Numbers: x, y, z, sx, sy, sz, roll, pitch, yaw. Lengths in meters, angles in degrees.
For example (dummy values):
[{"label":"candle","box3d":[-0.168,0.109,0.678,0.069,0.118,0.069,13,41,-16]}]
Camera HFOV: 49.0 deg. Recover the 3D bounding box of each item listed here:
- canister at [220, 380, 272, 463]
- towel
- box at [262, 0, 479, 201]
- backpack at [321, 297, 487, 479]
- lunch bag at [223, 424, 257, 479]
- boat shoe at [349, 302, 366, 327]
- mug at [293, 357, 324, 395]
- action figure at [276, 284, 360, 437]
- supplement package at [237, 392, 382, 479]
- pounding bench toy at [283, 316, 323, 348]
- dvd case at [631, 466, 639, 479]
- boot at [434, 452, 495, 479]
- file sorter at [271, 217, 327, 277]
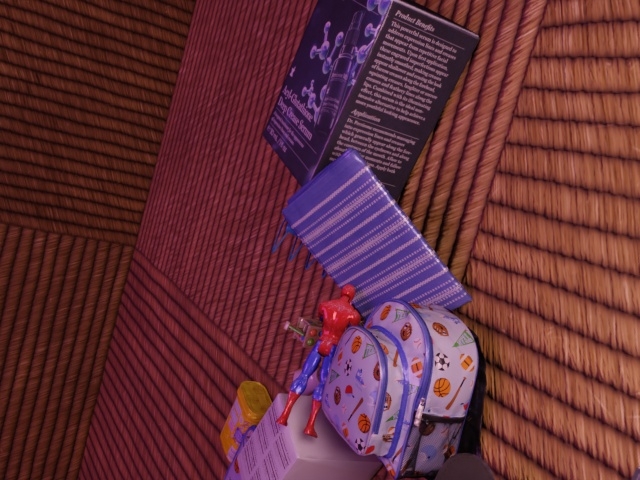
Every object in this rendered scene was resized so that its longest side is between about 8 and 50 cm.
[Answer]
[{"label":"canister","box3d":[-0.184,0.453,1.738,0.169,0.073,0.126,-66,32,22]},{"label":"towel","box3d":[0.091,0.015,1.274,0.336,0.040,0.243,52,138,-1]},{"label":"box","box3d":[0.083,-0.302,1.423,0.395,0.212,0.293,-65,32,20]},{"label":"backpack","box3d":[0.134,0.228,1.153,0.276,0.213,0.263,30,101,60]},{"label":"lunch bag","box3d":[-0.125,0.570,1.548,0.303,0.115,0.243,-69,29,24]},{"label":"boat shoe","box3d":[0.077,0.136,1.431,0.048,0.056,0.153,-18,57,61]},{"label":"mug","box3d":[-0.017,0.294,1.528,0.064,0.062,0.078,-28,62,43]},{"label":"action figure","box3d":[0.012,0.219,1.304,0.139,0.092,0.280,64,-134,-69]},{"label":"supplement package","box3d":[-0.024,0.421,1.356,0.203,0.194,0.149,-59,34,29]},{"label":"pounding bench toy","box3d":[-0.034,0.205,1.561,0.065,0.083,0.052,31,107,59]},{"label":"dvd case","box3d":[0.412,0.370,0.737,0.239,0.030,0.179,17,77,54]},{"label":"boot","box3d":[0.191,0.459,1.006,0.229,0.091,0.263,80,-161,-58]},{"label":"file sorter","box3d":[0.000,0.000,1.469,0.104,0.170,0.118,-53,15,45]}]
